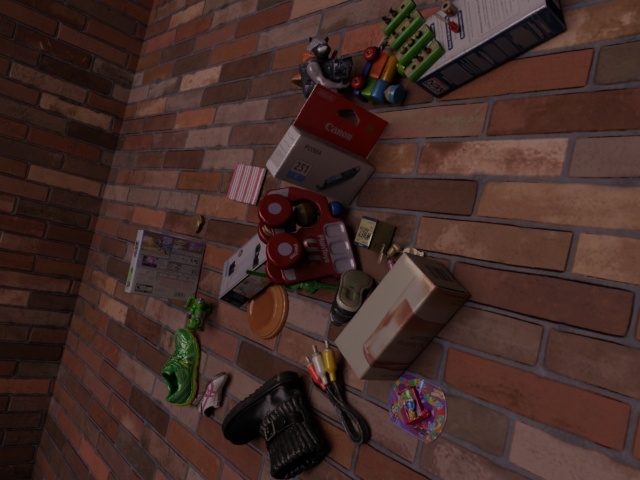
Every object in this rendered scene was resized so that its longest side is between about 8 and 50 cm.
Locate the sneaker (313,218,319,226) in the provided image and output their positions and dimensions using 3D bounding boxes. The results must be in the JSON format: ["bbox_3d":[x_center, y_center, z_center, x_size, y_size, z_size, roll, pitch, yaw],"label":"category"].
[{"bbox_3d":[0.000,0.000,1.580,0.075,0.057,0.161,37,99,19],"label":"sneaker"}]

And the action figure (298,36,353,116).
[{"bbox_3d":[0.001,-0.446,1.537,0.341,0.179,0.329,-157,64,-86],"label":"action figure"}]

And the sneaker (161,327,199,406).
[{"bbox_3d":[-0.531,0.471,1.952,0.109,0.124,0.295,-29,58,40],"label":"sneaker"}]

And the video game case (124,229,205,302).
[{"bbox_3d":[-0.606,0.104,2.036,0.061,0.270,0.244,3,80,50],"label":"video game case"}]

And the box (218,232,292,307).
[{"bbox_3d":[-0.215,0.080,1.723,0.290,0.087,0.169,-37,36,34],"label":"box"}]

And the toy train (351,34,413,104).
[{"bbox_3d":[0.204,-0.510,1.480,0.144,0.105,0.247,25,92,34],"label":"toy train"}]

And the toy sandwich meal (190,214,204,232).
[{"bbox_3d":[-0.520,-0.072,2.181,0.086,0.029,0.085,-14,72,48],"label":"toy sandwich meal"}]

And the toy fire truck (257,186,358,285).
[{"bbox_3d":[-0.044,-0.017,1.488,0.169,0.254,0.301,105,153,-65],"label":"toy fire truck"}]

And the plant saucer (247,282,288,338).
[{"bbox_3d":[-0.183,0.225,1.713,0.200,0.037,0.199,-17,67,44],"label":"plant saucer"}]

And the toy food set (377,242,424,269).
[{"bbox_3d":[0.210,0.050,1.344,0.122,0.019,0.077,18,95,36],"label":"toy food set"}]

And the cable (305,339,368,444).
[{"bbox_3d":[0.029,0.420,1.394,0.139,0.072,0.287,-48,48,34],"label":"cable"}]

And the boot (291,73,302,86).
[{"bbox_3d":[-0.033,-0.578,1.786,0.158,0.059,0.084,2,77,39],"label":"boot"}]

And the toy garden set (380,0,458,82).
[{"bbox_3d":[0.253,-0.557,1.311,0.204,0.049,0.244,-41,49,32],"label":"toy garden set"}]

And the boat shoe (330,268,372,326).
[{"bbox_3d":[0.077,0.141,1.341,0.084,0.233,0.079,24,116,7],"label":"boat shoe"}]

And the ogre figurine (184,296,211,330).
[{"bbox_3d":[-0.470,0.278,1.960,0.197,0.097,0.118,89,-170,-75],"label":"ogre figurine"}]

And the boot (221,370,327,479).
[{"bbox_3d":[-0.146,0.573,1.494,0.348,0.131,0.260,-47,48,27],"label":"boot"}]

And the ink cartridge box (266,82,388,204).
[{"bbox_3d":[0.038,-0.251,1.420,0.261,0.297,0.066,-55,46,21],"label":"ink cartridge box"}]

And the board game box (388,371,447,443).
[{"bbox_3d":[0.218,0.393,1.225,0.169,0.033,0.133,16,91,48],"label":"board game box"}]

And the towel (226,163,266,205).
[{"bbox_3d":[-0.280,-0.214,1.964,0.197,0.029,0.144,17,91,46],"label":"towel"}]

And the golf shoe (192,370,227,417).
[{"bbox_3d":[-0.369,0.536,1.811,0.086,0.067,0.186,43,112,17],"label":"golf shoe"}]

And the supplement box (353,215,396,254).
[{"bbox_3d":[0.147,-0.014,1.389,0.056,0.083,0.083,21,94,48],"label":"supplement box"}]

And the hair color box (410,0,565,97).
[{"bbox_3d":[0.390,-0.512,1.259,0.347,0.105,0.173,-20,62,43],"label":"hair color box"}]

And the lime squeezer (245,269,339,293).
[{"bbox_3d":[-0.063,0.121,1.574,0.311,0.110,0.058,9,66,19],"label":"lime squeezer"}]

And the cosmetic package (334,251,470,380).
[{"bbox_3d":[0.190,0.187,1.231,0.296,0.153,0.129,-56,46,22],"label":"cosmetic package"}]
